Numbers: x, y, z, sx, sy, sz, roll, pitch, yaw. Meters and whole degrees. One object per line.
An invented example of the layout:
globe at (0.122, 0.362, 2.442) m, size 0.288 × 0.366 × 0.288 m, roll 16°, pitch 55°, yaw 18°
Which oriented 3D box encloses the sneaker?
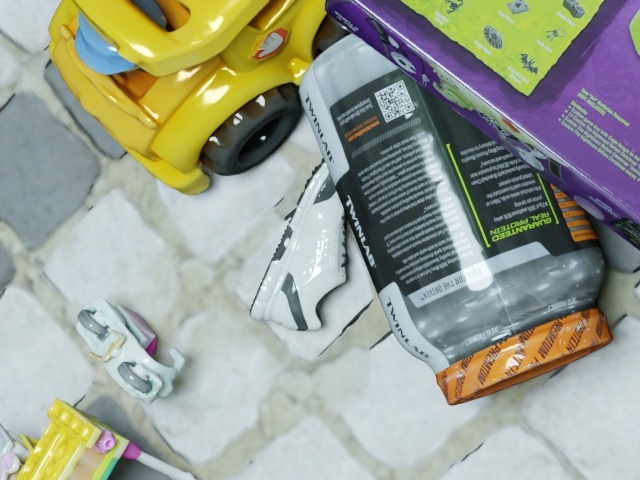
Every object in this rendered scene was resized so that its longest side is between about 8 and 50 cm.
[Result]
sneaker at (0.000, 0.000, 1.008) m, size 0.043 × 0.040 × 0.109 m, roll 23°, pitch 97°, yaw 1°

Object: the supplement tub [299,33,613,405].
supplement tub at (0.073, -0.019, 0.942) m, size 0.117 × 0.117 × 0.190 m, roll -23°, pitch 80°, yaw 14°

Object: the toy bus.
toy bus at (-0.064, -0.142, 0.943) m, size 0.220 × 0.211 × 0.149 m, roll -46°, pitch 77°, yaw 11°

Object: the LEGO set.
LEGO set at (-0.166, 0.175, 1.032) m, size 0.287 × 0.107 × 0.132 m, roll -45°, pitch 41°, yaw 14°

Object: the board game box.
board game box at (0.199, -0.089, 0.881) m, size 0.347 × 0.056 × 0.208 m, roll 38°, pitch 81°, yaw 6°
